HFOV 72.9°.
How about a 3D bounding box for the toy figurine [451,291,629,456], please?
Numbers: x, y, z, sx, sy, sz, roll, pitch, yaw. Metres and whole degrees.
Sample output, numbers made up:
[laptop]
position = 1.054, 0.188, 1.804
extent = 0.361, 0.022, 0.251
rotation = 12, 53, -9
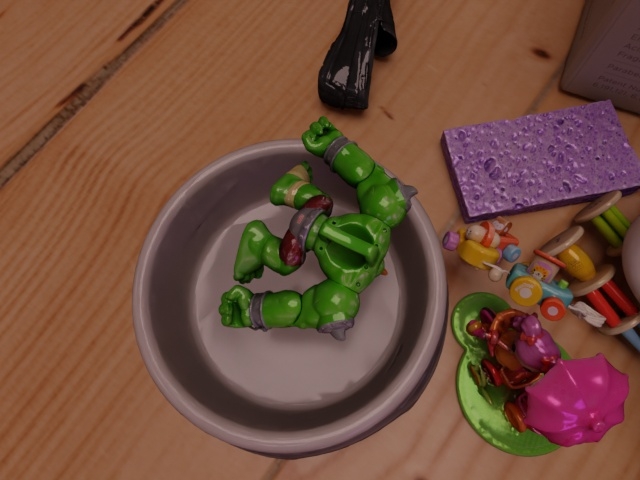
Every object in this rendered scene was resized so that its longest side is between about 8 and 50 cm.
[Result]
[toy figurine]
position = 0.195, 0.113, 0.390
extent = 0.130, 0.159, 0.173
rotation = -22, 72, -3

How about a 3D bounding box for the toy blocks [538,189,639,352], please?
[toy blocks]
position = 0.322, 0.038, 0.460
extent = 0.123, 0.054, 0.148
rotation = -37, 84, -16

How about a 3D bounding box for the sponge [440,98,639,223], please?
[sponge]
position = 0.262, -0.095, 0.518
extent = 0.209, 0.031, 0.117
rotation = -11, 72, 1

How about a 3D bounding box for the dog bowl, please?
[dog bowl]
position = -0.030, 0.050, 0.459
extent = 0.348, 0.102, 0.349
rotation = -1, 72, 4

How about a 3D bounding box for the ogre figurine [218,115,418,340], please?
[ogre figurine]
position = 0.000, 0.000, 0.370
extent = 0.118, 0.097, 0.197
rotation = 25, 64, 23

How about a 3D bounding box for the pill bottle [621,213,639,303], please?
[pill bottle]
position = 0.425, -0.019, 0.395
extent = 0.264, 0.153, 0.153
rotation = -25, 71, -22

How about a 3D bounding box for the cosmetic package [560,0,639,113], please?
[cosmetic package]
position = 0.498, -0.332, 0.386
extent = 0.327, 0.394, 0.330
rotation = 22, 76, 11

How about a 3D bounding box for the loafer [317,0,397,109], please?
[loafer]
position = 0.066, -0.271, 0.570
extent = 0.078, 0.076, 0.224
rotation = 20, 80, 5

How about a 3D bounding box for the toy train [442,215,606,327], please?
[toy train]
position = 0.195, 0.014, 0.422
extent = 0.125, 0.046, 0.166
rotation = 8, 25, -29
